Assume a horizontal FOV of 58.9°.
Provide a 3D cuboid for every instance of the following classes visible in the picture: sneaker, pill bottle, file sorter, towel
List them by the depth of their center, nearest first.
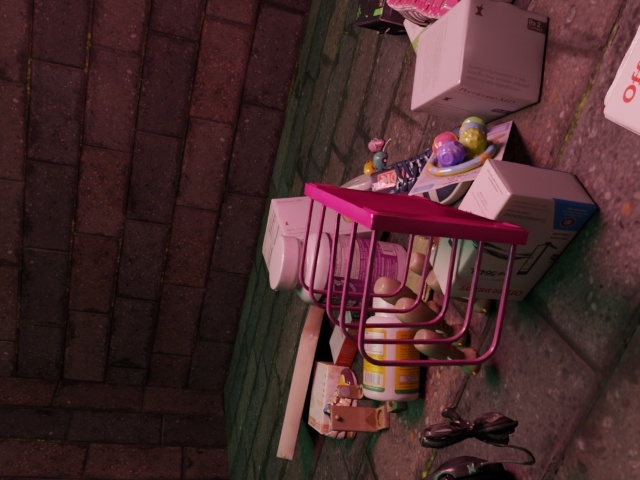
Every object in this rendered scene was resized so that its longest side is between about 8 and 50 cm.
[{"bbox_3d":[0.100,0.036,0.789,0.290,0.202,0.182,-143,59,-70],"label":"file sorter"},{"bbox_3d":[0.203,-0.434,1.054,0.170,0.075,0.063,32,100,46],"label":"sneaker"},{"bbox_3d":[0.149,0.220,1.182,0.117,0.117,0.208,164,109,-73],"label":"pill bottle"},{"bbox_3d":[0.191,-0.127,1.182,0.350,0.148,0.131,127,148,-59],"label":"sneaker"},{"bbox_3d":[0.216,0.066,1.218,0.110,0.027,0.148,-151,68,-74],"label":"towel"},{"bbox_3d":[0.041,0.071,1.317,0.169,0.301,0.169,-172,90,-74],"label":"pill bottle"},{"bbox_3d":[0.050,0.428,1.500,0.069,0.084,0.185,126,148,-58],"label":"sneaker"},{"bbox_3d":[0.101,-0.090,1.612,0.256,0.094,0.151,-24,101,52],"label":"sneaker"}]

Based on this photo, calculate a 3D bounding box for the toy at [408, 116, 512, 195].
[{"bbox_3d":[0.228,-0.155,0.928,0.237,0.137,0.056,-48,-60,-54],"label":"toy"}]

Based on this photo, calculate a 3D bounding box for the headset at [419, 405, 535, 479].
[{"bbox_3d":[0.206,0.404,0.795,0.243,0.185,0.394,-116,26,-62],"label":"headset"}]

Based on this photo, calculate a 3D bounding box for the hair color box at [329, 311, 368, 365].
[{"bbox_3d":[0.077,0.251,1.557,0.093,0.053,0.167,-104,26,-56],"label":"hair color box"}]

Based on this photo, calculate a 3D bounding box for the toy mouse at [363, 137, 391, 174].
[{"bbox_3d":[0.154,-0.238,1.575,0.143,0.031,0.161,123,151,-56],"label":"toy mouse"}]

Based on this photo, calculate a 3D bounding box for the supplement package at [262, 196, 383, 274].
[{"bbox_3d":[0.000,0.000,1.488,0.204,0.262,0.145,106,149,-46],"label":"supplement package"}]

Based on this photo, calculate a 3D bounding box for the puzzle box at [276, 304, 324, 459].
[{"bbox_3d":[-0.058,0.435,1.787,0.272,0.052,0.409,-67,-11,-77],"label":"puzzle box"}]

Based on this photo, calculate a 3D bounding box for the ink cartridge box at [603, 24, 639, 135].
[{"bbox_3d":[0.413,-0.152,0.483,0.283,0.117,0.207,-111,32,-58],"label":"ink cartridge box"}]

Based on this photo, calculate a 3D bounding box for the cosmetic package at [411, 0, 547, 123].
[{"bbox_3d":[0.270,-0.306,0.993,0.183,0.151,0.151,177,101,-75],"label":"cosmetic package"}]

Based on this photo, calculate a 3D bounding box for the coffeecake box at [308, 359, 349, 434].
[{"bbox_3d":[0.022,0.444,1.617,0.142,0.068,0.185,160,118,-73],"label":"coffeecake box"}]

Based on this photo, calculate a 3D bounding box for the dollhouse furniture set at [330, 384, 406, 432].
[{"bbox_3d":[0.104,0.348,1.283,0.151,0.123,0.144,126,149,-58],"label":"dollhouse furniture set"}]

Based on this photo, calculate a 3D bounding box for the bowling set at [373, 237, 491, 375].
[{"bbox_3d":[0.233,0.093,1.003,0.200,0.154,0.287,-58,21,13],"label":"bowling set"}]

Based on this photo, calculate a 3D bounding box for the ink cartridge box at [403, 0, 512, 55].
[{"bbox_3d":[0.282,-0.491,1.111,0.273,0.115,0.198,114,157,-44],"label":"ink cartridge box"}]

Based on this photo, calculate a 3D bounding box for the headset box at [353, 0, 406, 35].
[{"bbox_3d":[0.201,-0.667,1.454,0.246,0.131,0.283,-124,44,-68],"label":"headset box"}]

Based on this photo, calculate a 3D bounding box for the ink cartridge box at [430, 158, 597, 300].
[{"bbox_3d":[0.274,-0.007,0.835,0.086,0.148,0.203,-104,26,-45],"label":"ink cartridge box"}]
